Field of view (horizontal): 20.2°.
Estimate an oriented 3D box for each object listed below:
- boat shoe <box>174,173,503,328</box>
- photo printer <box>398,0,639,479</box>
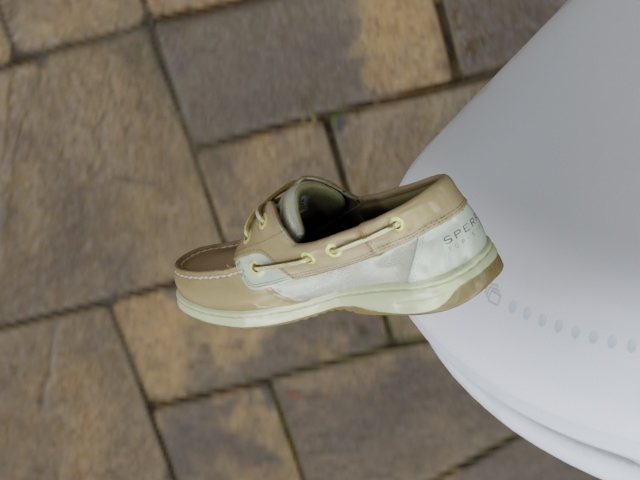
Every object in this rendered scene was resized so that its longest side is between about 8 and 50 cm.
[{"bbox_3d":[0.000,0.000,0.624,0.135,0.050,0.045,-7,113,37],"label":"boat shoe"},{"bbox_3d":[0.181,-0.038,0.709,0.307,0.256,0.107,-45,123,-11],"label":"photo printer"}]
